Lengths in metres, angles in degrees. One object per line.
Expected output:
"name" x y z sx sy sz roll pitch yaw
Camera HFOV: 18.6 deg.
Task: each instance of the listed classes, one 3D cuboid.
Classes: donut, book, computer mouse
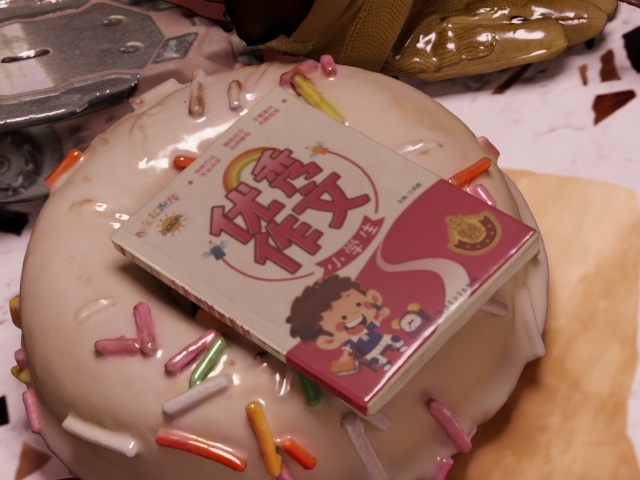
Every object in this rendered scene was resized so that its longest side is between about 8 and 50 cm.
"donut" -0.037 0.025 1.331 0.382 0.142 0.383 -8 48 9
"book" 0.000 0.000 1.231 0.232 0.022 0.162 32 63 33
"computer mouse" -0.187 -0.110 1.529 0.389 0.115 0.199 -13 38 -14

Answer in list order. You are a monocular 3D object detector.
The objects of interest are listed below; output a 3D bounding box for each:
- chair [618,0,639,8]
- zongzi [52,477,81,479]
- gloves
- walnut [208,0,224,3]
"chair" 0.311 -0.202 1.339 0.326 0.183 0.175 32 52 21
"zongzi" -0.254 0.205 1.304 0.160 0.078 0.176 -3 23 30
"gloves" 0.077 -0.198 1.464 0.141 0.331 0.154 -17 80 50
"walnut" -0.071 -0.283 1.556 0.203 0.298 0.203 0 89 0
